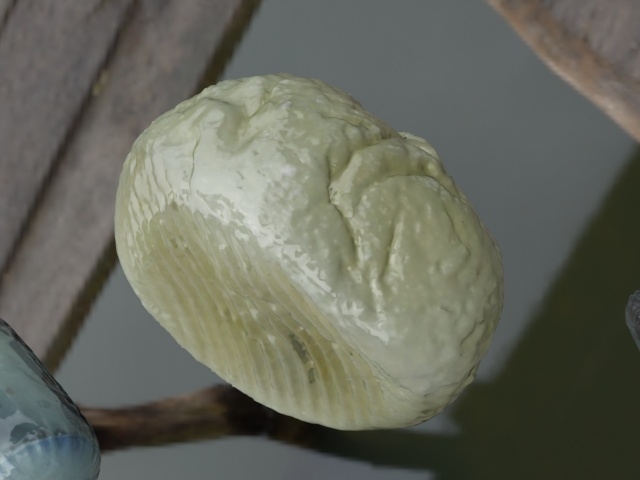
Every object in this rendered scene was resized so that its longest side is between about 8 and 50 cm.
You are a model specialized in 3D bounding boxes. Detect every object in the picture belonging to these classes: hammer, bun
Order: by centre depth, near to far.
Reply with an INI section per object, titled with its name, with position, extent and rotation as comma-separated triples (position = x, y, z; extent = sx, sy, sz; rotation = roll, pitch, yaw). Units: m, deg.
[hammer]
position = -0.168, 0.048, 0.672
extent = 0.069, 0.194, 0.116
rotation = -43, 53, -3
[bun]
position = 0.000, 0.000, 1.492
extent = 0.352, 0.349, 0.227
rotation = 16, 56, 31

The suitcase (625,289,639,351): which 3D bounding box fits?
[suitcase]
position = 0.434, 0.146, 1.630
extent = 0.202, 0.312, 0.128
rotation = -30, 23, -4
